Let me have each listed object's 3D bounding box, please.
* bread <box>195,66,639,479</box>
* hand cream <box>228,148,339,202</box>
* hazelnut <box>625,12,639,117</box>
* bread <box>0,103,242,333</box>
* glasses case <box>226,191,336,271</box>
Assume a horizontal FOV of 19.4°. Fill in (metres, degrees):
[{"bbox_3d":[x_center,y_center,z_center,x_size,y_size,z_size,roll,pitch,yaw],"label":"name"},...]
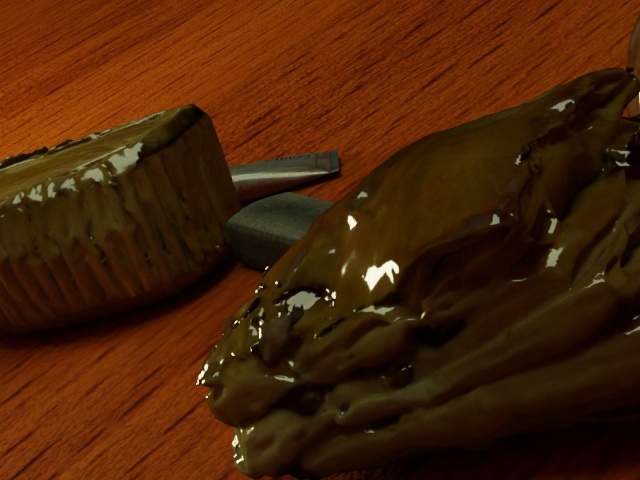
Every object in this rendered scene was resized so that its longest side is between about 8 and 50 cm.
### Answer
[{"bbox_3d":[0.102,0.010,1.159,0.324,0.167,0.277,-14,17,34],"label":"bread"},{"bbox_3d":[-0.084,-0.052,1.754,0.209,0.043,0.067,-14,18,4],"label":"hand cream"},{"bbox_3d":[0.296,-0.122,1.377,0.150,0.150,0.150,-19,19,7],"label":"hazelnut"},{"bbox_3d":[-0.199,-0.017,1.624,0.253,0.142,0.227,-18,20,17],"label":"bread"},{"bbox_3d":[0.000,0.000,1.505,0.071,0.047,0.205,-28,19,-22],"label":"glasses case"}]
